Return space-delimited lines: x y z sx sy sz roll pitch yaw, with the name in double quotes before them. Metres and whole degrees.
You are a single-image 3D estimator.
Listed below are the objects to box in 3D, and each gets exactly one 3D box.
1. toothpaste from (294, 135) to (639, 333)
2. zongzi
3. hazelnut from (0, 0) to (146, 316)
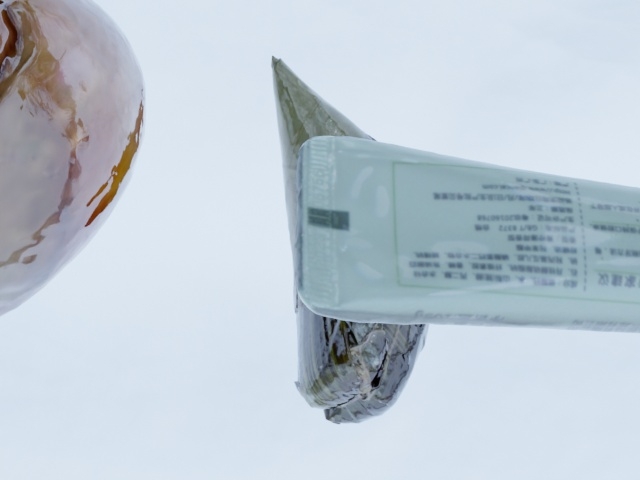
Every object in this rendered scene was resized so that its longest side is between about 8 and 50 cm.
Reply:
"toothpaste" 0.089 0.006 0.409 0.197 0.029 0.048 6 60 -13
"zongzi" 0.000 0.000 1.769 0.154 0.289 0.317 -27 116 36
"hazelnut" -0.330 -0.097 1.457 0.372 0.372 0.315 8 120 -8
